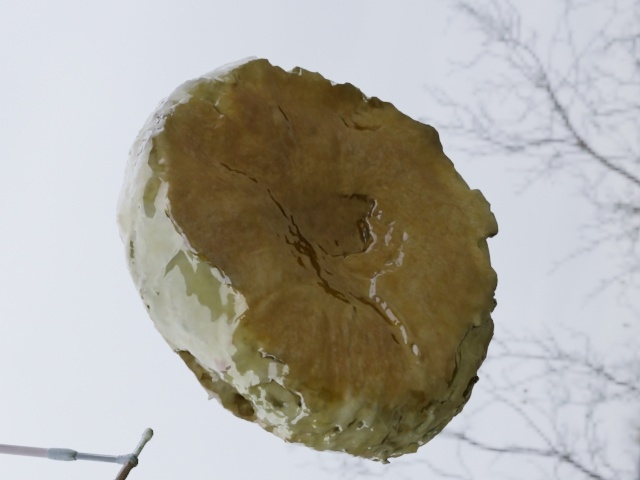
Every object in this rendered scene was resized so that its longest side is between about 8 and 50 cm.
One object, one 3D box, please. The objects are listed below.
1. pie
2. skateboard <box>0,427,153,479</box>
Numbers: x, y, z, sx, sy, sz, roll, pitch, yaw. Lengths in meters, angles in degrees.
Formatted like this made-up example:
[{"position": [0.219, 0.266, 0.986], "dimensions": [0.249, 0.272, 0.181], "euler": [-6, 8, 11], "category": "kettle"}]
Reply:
[{"position": [0.000, 0.000, 0.937], "dimensions": [0.083, 0.339, 0.339], "euler": [-46, 19, 48], "category": "pie"}, {"position": [-0.104, 0.060, 0.437], "dimensions": [0.032, 0.083, 0.064], "euler": [-57, -32, -61], "category": "skateboard"}]
